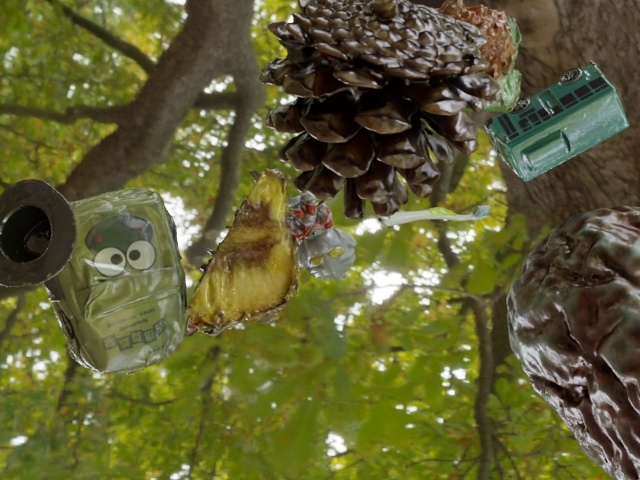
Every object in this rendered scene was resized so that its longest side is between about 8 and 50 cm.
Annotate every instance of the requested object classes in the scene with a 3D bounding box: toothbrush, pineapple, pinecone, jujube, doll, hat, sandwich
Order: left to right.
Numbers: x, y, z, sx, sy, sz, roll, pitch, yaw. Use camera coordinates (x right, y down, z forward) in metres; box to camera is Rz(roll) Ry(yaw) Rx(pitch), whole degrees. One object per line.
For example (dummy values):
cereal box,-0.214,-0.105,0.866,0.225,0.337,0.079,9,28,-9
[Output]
hat,-0.296,-0.005,0.885,0.121,0.050,0.121,-3,-99,17
pineapple,-0.098,0.036,1.442,0.158,0.161,0.335,20,-103,5
doll,0.000,0.000,1.265,0.094,0.180,0.079,-23,-144,5
pinecone,0.042,-0.116,0.731,0.207,0.207,0.208,-11,-109,35
sandwich,0.129,-0.203,0.984,0.184,0.159,0.109,1,-88,37
toothbrush,0.169,-0.034,1.257,0.022,0.262,0.026,48,-55,30
jujube,0.305,0.113,0.747,0.226,0.226,0.317,-51,-140,15

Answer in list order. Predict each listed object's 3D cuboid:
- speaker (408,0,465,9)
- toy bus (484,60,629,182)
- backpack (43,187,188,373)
speaker,0.130,-0.414,1.538,0.232,0.184,0.254,-19,-97,7
toy bus,0.302,-0.148,1.106,0.160,0.079,0.092,-28,-144,12
backpack,-0.291,0.060,1.218,0.140,0.207,0.254,-6,-81,59
